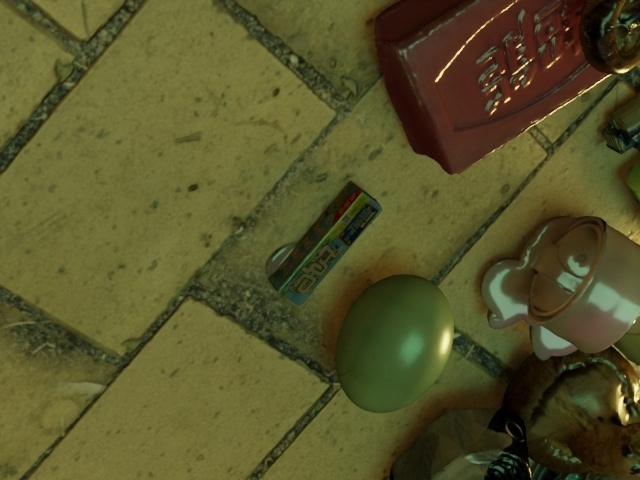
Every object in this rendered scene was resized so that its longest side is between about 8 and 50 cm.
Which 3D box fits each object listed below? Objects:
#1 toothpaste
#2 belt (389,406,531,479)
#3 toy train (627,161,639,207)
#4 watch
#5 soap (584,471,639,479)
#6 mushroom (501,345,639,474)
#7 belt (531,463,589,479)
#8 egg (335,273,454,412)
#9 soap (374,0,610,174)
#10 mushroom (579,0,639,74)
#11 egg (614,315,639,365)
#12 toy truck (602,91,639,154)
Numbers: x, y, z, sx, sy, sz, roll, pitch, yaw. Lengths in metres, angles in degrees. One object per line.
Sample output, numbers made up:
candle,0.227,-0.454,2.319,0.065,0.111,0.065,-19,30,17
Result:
toothpaste,0.000,0.000,1.527,0.070,0.044,0.193,35,99,-35
belt,0.236,0.400,1.780,0.184,0.164,0.289,30,120,-16
toy train,0.597,-0.064,1.727,0.157,0.105,0.253,-38,131,4
watch,0.390,0.079,1.631,0.211,0.217,0.248,31,97,-12
soap,0.697,0.450,1.974,0.446,0.156,0.261,1,114,-38
mushroom,0.439,0.297,1.796,0.267,0.254,0.267,1,96,15
belt,0.392,0.517,1.964,0.072,0.087,0.302,27,104,-39
egg,0.111,0.159,1.589,0.168,0.168,0.231,12,115,-29
soap,0.260,-0.284,1.439,0.359,0.128,0.233,-33,125,-6
mushroom,0.404,-0.303,1.373,0.170,0.080,0.135,-46,138,1
egg,0.566,0.116,1.766,0.183,0.183,0.217,-38,119,-1
toy truck,0.538,-0.209,1.644,0.201,0.074,0.088,-35,116,-3
